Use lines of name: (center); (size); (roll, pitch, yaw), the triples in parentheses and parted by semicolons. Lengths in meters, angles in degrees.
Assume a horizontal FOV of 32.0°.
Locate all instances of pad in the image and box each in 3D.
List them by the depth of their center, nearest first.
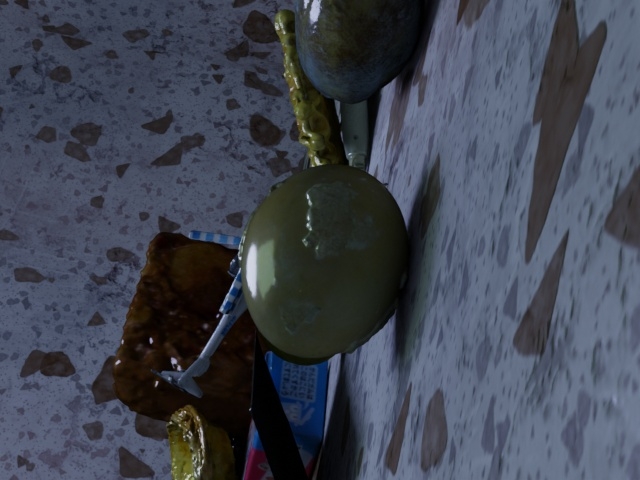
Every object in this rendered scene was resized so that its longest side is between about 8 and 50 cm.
pad: (-0.043, 0.261, 1.348); (0.367, 0.007, 0.247); (-104, -4, -81)

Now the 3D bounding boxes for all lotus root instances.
lotus root: (0.048, -0.245, 1.339); (0.158, 0.140, 0.322); (-62, -8, -20)

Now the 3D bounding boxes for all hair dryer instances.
hair dryer: (0.049, -0.237, 1.755); (0.296, 0.119, 0.298); (-35, -57, -87)

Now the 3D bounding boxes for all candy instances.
candy: (-0.064, 0.326, 1.691); (0.157, 0.100, 0.306); (-86, 8, -48)

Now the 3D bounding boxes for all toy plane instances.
toy plane: (-0.090, 0.073, 1.423); (0.107, 0.182, 0.273); (41, -118, -73)

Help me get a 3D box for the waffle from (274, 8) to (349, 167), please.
waffle: (-0.005, -0.202, 1.769); (0.307, 0.060, 0.312); (59, -162, -61)

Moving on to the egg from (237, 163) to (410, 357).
egg: (0.002, 0.018, 1.057); (0.164, 0.164, 0.201); (105, -179, -52)

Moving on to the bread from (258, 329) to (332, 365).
bread: (-0.023, 0.095, 1.497); (0.129, 0.111, 0.114); (59, 145, 25)

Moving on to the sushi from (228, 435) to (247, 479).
sushi: (-0.159, 0.447, 1.993); (0.234, 0.207, 0.348); (91, -170, -69)

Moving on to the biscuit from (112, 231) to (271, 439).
biscuit: (-0.171, 0.168, 1.959); (0.395, 0.343, 0.166); (-81, 0, -56)

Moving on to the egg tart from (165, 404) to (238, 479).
egg tart: (-0.185, 0.360, 1.754); (0.212, 0.090, 0.212); (175, 90, -73)
